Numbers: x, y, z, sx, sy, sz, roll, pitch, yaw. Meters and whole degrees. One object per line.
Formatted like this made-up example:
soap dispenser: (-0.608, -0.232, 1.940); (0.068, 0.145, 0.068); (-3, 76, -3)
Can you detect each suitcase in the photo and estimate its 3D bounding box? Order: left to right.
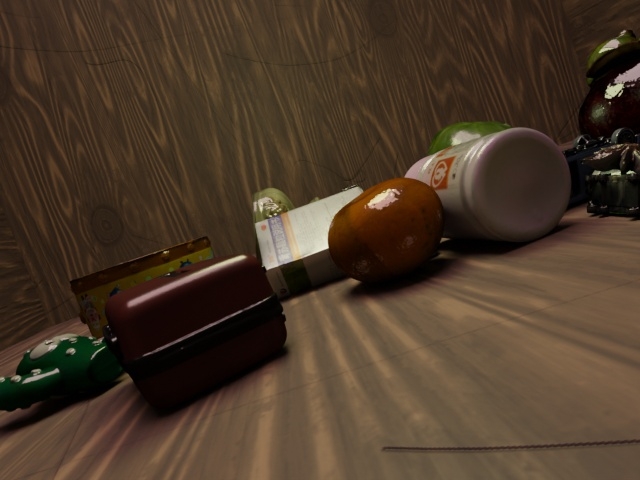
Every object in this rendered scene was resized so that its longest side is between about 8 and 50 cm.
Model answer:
suitcase: (-0.209, 0.127, 0.701); (0.236, 0.161, 0.297); (-23, 7, -29)

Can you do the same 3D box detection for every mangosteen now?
mangosteen: (0.788, -0.334, 1.062); (0.329, 0.330, 0.330); (-19, 5, 2)

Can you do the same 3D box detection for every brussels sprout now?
brussels sprout: (0.485, -0.240, 1.394); (0.314, 0.276, 0.371); (-14, 6, 22)

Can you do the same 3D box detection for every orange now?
orange: (0.127, -0.016, 0.856); (0.240, 0.171, 0.240); (-33, 7, 5)

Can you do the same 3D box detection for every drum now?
drum: (-0.506, 0.147, 1.359); (0.430, 0.214, 0.431); (-18, 4, 1)

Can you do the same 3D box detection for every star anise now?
star anise: (0.522, -0.141, 0.774); (0.129, 0.056, 0.124); (-1, 26, 0)

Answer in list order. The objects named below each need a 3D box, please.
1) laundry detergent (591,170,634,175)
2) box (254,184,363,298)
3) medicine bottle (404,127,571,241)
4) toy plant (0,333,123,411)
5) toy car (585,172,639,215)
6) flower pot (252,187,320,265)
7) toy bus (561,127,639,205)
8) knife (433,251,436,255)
laundry detergent: (0.620, -0.127, 0.801); (0.099, 0.070, 0.225); (-20, 4, -25)
box: (0.000, 0.000, 1.111); (0.299, 0.106, 0.200); (-21, 39, -1)
medicine bottle: (0.313, -0.101, 0.907); (0.202, 0.202, 0.316); (-20, 7, -12)
toy plant: (-0.480, 0.237, 0.838); (0.243, 0.113, 0.232); (-14, 6, -2)
toy car: (0.507, -0.079, 0.741); (0.062, 0.071, 0.165); (-5, 6, 4)
flower pot: (-0.113, -0.043, 1.581); (0.243, 0.308, 0.307); (-6, 4, -6)
toy bus: (0.548, -0.149, 0.973); (0.292, 0.133, 0.125); (-18, 10, -12)
knife: (0.232, 0.004, 1.052); (0.073, 0.041, 0.265); (-2, 7, 7)
